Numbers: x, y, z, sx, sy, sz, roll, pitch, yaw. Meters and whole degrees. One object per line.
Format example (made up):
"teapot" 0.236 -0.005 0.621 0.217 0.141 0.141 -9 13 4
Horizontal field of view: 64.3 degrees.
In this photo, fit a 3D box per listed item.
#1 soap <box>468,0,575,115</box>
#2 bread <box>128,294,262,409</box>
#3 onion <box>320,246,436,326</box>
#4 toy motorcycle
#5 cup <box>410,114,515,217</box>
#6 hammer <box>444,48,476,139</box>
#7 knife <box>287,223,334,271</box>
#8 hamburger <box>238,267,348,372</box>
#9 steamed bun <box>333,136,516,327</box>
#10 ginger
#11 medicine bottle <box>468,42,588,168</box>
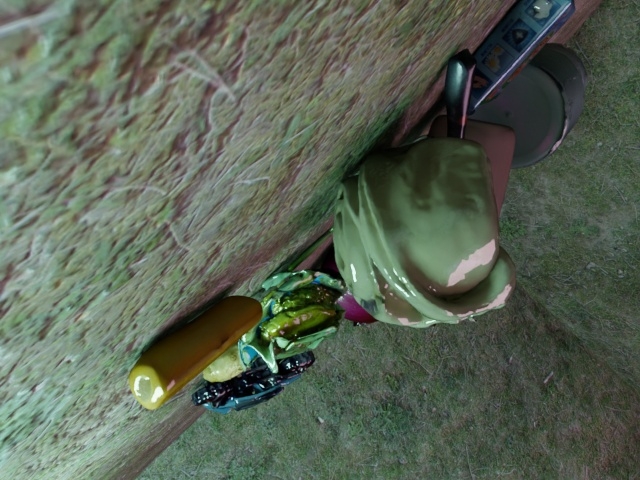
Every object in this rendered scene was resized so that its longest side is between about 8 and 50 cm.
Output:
"soap" 0.355 -0.357 0.953 0.293 0.077 0.156 -50 171 34
"bread" -0.184 0.155 0.777 0.092 0.074 0.239 -53 170 36
"onion" 0.196 0.128 1.537 0.348 0.385 0.348 -41 155 -24
"toy motorcycle" -0.224 0.452 1.662 0.416 0.172 0.232 -16 161 -26
"cup" 0.285 -0.165 1.102 0.191 0.253 0.200 -5 112 -38
"hammer" 0.241 -0.187 0.884 0.037 0.137 0.290 -42 145 -26
"knife" 0.001 0.001 1.171 0.212 0.015 0.054 -42 171 -25
"hamburger" -0.042 0.185 1.105 0.260 0.150 0.276 -3 137 -37
"steamed bun" 0.147 0.003 0.881 0.255 0.342 0.367 -20 178 -16
"ginger" -0.107 0.220 1.368 0.348 0.122 0.363 -40 165 24
"medicine bottle" 0.485 -0.329 1.184 0.290 0.245 0.245 -38 169 -41
